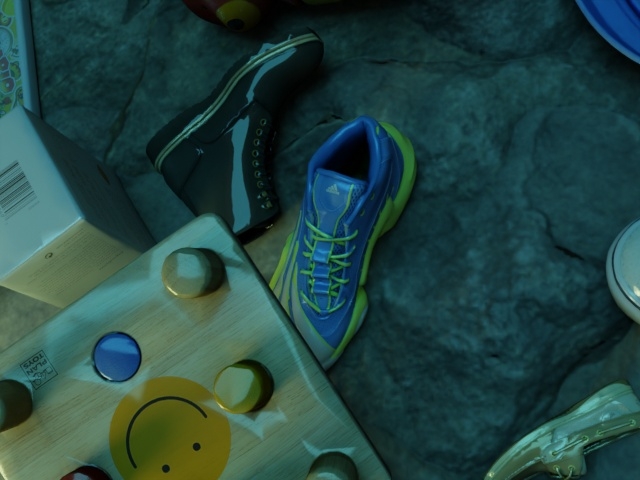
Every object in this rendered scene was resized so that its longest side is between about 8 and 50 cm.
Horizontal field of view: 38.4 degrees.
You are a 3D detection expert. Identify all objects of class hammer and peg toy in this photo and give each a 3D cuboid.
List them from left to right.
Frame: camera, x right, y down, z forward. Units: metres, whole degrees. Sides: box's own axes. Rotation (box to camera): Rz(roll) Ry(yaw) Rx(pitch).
[{"bbox_3d":[-0.163,0.173,0.703,0.361,0.127,0.266,-33,86,4],"label":"hammer and peg toy"}]

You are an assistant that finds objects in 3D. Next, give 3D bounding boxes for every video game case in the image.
[{"bbox_3d":[-0.404,-0.174,0.993,0.206,0.026,0.227,-16,70,12],"label":"video game case"}]

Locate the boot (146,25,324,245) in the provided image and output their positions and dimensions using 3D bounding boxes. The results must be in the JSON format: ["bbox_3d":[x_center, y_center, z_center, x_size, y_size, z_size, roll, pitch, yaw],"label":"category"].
[{"bbox_3d":[-0.049,-0.085,0.841,0.198,0.077,0.137,-39,71,17],"label":"boot"}]

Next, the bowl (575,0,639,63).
[{"bbox_3d":[0.348,-0.302,0.670,0.391,0.077,0.392,-1,89,49],"label":"bowl"}]

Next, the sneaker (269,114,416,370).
[{"bbox_3d":[0.000,0.000,0.764,0.091,0.126,0.240,18,80,21],"label":"sneaker"}]

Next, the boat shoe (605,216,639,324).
[{"bbox_3d":[0.385,0.026,0.622,0.366,0.156,0.136,10,78,19],"label":"boat shoe"}]

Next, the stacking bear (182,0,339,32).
[{"bbox_3d":[-0.005,-0.281,0.837,0.288,0.175,0.164,-17,72,20],"label":"stacking bear"}]

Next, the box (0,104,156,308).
[{"bbox_3d":[-0.229,-0.017,0.815,0.091,0.170,0.130,-36,68,3],"label":"box"}]

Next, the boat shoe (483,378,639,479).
[{"bbox_3d":[0.189,0.159,0.702,0.135,0.050,0.045,-35,62,5],"label":"boat shoe"}]
